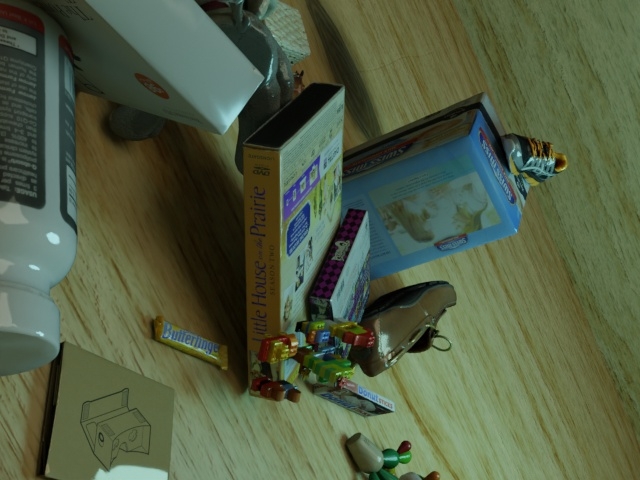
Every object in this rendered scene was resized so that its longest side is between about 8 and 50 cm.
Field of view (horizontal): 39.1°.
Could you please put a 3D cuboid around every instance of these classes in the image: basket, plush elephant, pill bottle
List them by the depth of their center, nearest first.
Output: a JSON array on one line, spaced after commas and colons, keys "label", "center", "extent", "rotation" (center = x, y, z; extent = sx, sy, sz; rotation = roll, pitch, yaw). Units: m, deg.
[{"label": "pill bottle", "center": [-0.358, -0.056, 0.924], "extent": [0.210, 0.210, 0.363], "rotation": [26, 51, -53]}, {"label": "plush elephant", "center": [-0.177, -0.298, 1.390], "extent": [0.272, 0.330, 0.255], "rotation": [9, 21, -22]}, {"label": "basket", "center": [-0.107, -0.390, 1.703], "extent": [0.167, 0.103, 0.113], "rotation": [4, 68, -59]}]

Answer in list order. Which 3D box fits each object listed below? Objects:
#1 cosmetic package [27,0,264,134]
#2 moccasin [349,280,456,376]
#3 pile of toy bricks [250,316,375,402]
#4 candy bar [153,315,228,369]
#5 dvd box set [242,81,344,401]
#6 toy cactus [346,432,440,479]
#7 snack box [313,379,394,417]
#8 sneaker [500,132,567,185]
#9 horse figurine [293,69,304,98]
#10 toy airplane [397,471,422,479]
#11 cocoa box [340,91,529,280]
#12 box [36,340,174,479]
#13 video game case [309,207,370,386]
[{"label": "cosmetic package", "center": [-0.278, -0.272, 1.060], "extent": [0.284, 0.377, 0.097], "rotation": [41, 77, -41]}, {"label": "moccasin", "center": [0.179, 0.174, 1.813], "extent": [0.380, 0.139, 0.147], "rotation": [-23, 94, -62]}, {"label": "pile of toy bricks", "center": [0.002, 0.185, 1.329], "extent": [0.212, 0.105, 0.118], "rotation": [-5, 112, -52]}, {"label": "candy bar", "center": [-0.187, 0.149, 1.304], "extent": [0.161, 0.018, 0.040], "rotation": [35, 44, -49]}, {"label": "dvd box set", "center": [-0.036, -0.005, 1.414], "extent": [0.307, 0.062, 0.420], "rotation": [-54, 150, -57]}, {"label": "toy cactus", "center": [0.117, 0.420, 1.605], "extent": [0.180, 0.112, 0.219], "rotation": [53, 40, -11]}, {"label": "snack box", "center": [0.063, 0.283, 1.614], "extent": [0.178, 0.064, 0.022], "rotation": [35, 47, -48]}, {"label": "sneaker", "center": [0.420, -0.170, 1.778], "extent": [0.215, 0.083, 0.084], "rotation": [14, 62, -57]}, {"label": "horse figurine", "center": [-0.061, -0.195, 1.703], "extent": [0.174, 0.066, 0.263], "rotation": [-13, 82, -56]}, {"label": "toy airplane", "center": [0.080, 0.486, 1.270], "extent": [0.384, 0.272, 0.386], "rotation": [-47, 135, -14]}, {"label": "cocoa box", "center": [0.213, -0.104, 1.829], "extent": [0.231, 0.347, 0.228], "rotation": [60, 30, -18]}, {"label": "box", "center": [-0.259, 0.234, 1.118], "extent": [0.201, 0.021, 0.164], "rotation": [37, 42, -47]}, {"label": "video game case", "center": [0.038, 0.096, 1.542], "extent": [0.232, 0.042, 0.210], "rotation": [-66, 159, -45]}]
